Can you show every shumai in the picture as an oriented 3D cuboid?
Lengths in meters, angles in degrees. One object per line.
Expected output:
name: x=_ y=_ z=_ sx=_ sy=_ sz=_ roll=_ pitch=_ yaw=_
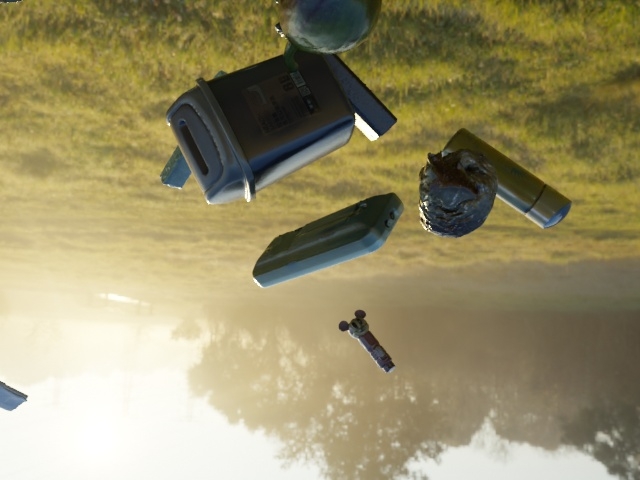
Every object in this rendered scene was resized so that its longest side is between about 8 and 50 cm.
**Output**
shumai: x=0.207 y=-0.072 z=1.009 sx=0.123 sy=0.139 sz=0.105 roll=32 pitch=-151 yaw=22

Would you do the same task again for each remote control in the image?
remote control: x=0.000 y=0.000 z=1.148 sx=0.335 sy=0.128 sz=0.065 roll=-21 pitch=118 yaw=46

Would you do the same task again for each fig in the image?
fig: x=-0.013 y=-0.302 z=0.897 sx=0.149 sy=0.149 sz=0.245 roll=7 pitch=159 yaw=-26

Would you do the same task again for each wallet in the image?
wallet: x=-0.378 y=0.170 z=0.726 sx=0.044 sy=0.011 sz=0.083 roll=-30 pitch=128 yaw=26

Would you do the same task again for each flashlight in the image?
flashlight: x=0.078 y=0.160 z=1.005 sx=0.052 sy=0.110 sz=0.031 roll=-33 pitch=158 yaw=-16

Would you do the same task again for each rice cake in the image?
rice cake: x=-0.307 y=-0.278 z=1.626 sx=0.066 sy=0.336 sz=0.063 roll=16 pitch=-151 yaw=-44

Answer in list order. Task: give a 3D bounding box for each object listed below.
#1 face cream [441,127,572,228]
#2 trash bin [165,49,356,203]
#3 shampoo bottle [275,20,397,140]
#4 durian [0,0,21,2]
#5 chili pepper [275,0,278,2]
face cream: x=0.387 y=-0.126 z=1.327 sx=0.285 sy=0.067 sz=0.139 roll=37 pitch=-144 yaw=8
trash bin: x=-0.103 y=-0.201 z=1.118 sx=0.290 sy=0.209 sz=0.182 roll=-26 pitch=169 yaw=-11
shampoo bottle: x=0.028 y=-0.339 z=1.320 sx=0.309 sy=0.071 sz=0.098 roll=46 pitch=-178 yaw=-8
durian: x=-0.419 y=-0.346 z=0.835 sx=0.130 sy=0.066 sz=0.052 roll=-4 pitch=-154 yaw=6
chili pepper: x=-0.105 y=-0.582 z=1.303 sx=0.264 sy=0.148 sz=0.116 roll=45 pitch=157 yaw=-14
